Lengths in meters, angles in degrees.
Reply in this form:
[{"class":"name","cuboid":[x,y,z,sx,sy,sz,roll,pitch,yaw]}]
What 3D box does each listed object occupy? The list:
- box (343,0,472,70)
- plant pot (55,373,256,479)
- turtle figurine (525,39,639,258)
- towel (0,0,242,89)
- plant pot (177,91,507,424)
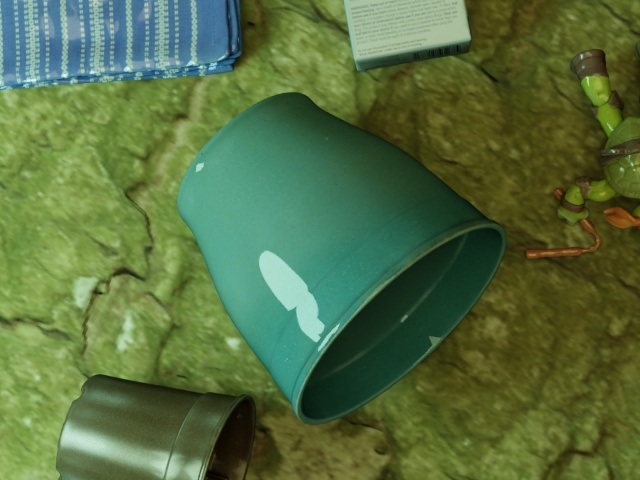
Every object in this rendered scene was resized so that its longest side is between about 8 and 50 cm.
[{"class":"box","cuboid":[0.087,-0.260,1.726,0.126,0.072,0.137,-9,86,4]},{"class":"plant pot","cuboid":[-0.172,0.217,1.672,0.165,0.167,0.167,14,87,12]},{"class":"turtle figurine","cuboid":[0.313,-0.092,1.675,0.269,0.087,0.217,-18,71,29]},{"class":"towel","cuboid":[-0.257,-0.289,1.772,0.336,0.040,0.243,-5,85,4]},{"class":"plant pot","cuboid":[0.000,0.000,1.632,0.271,0.271,0.255,-44,69,0]}]
